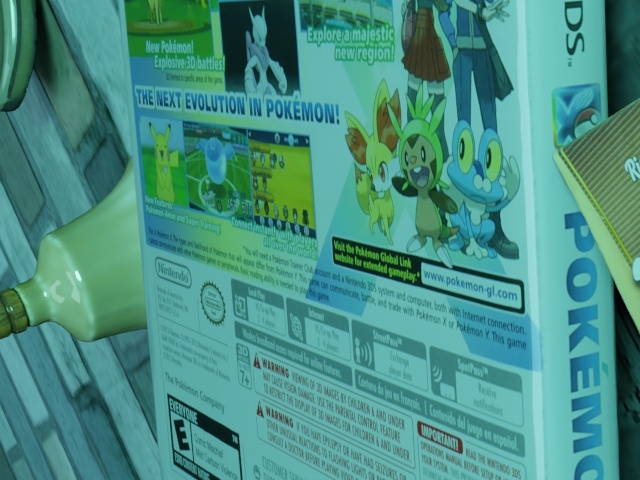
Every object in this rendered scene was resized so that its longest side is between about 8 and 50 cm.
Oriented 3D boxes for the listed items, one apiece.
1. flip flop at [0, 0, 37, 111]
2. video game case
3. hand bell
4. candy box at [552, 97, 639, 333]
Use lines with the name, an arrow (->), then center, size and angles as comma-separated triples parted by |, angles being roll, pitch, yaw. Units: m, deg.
flip flop -> -0.257, -0.213, 0.908 | 0.112, 0.080, 0.277 | -2, 109, 63
video game case -> 0.000, 0.000, 0.565 | 0.329, 0.036, 0.300 | 15, 111, 60
hand bell -> -0.181, 0.041, 0.782 | 0.126, 0.242, 0.126 | 44, 146, 41
candy box -> 0.140, -0.009, 0.329 | 0.109, 0.053, 0.187 | 65, 154, 5
